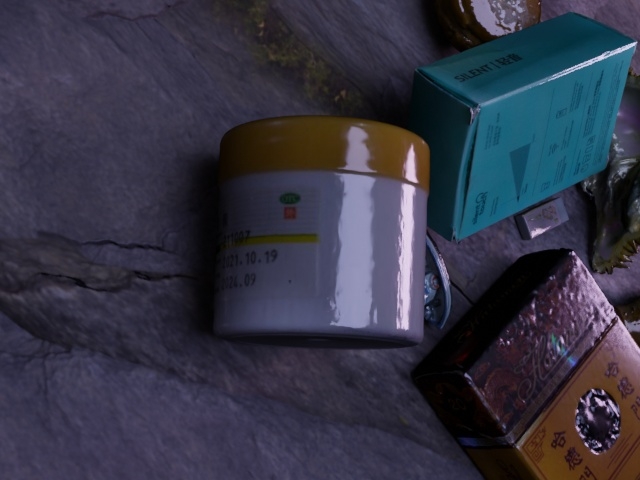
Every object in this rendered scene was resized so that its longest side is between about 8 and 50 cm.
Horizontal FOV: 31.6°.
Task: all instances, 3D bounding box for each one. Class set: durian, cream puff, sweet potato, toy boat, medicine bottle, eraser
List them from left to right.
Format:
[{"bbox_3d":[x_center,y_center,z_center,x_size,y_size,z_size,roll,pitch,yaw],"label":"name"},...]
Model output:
[{"bbox_3d":[0.000,0.000,1.256,0.237,0.238,0.232,9,78,-30],"label":"medicine bottle"},{"bbox_3d":[0.127,0.048,1.431,0.066,0.059,0.140,-28,99,-45],"label":"toy boat"},{"bbox_3d":[0.222,-0.318,1.520,0.150,0.115,0.165,19,81,-22],"label":"cream puff"},{"bbox_3d":[0.311,-0.031,1.583,0.083,0.019,0.038,-24,94,-33],"label":"eraser"},{"bbox_3d":[0.457,-0.101,1.616,0.166,0.172,0.306,6,86,-6],"label":"durian"},{"bbox_3d":[0.525,0.115,1.666,0.285,0.085,0.112,5,113,-42],"label":"sweet potato"}]

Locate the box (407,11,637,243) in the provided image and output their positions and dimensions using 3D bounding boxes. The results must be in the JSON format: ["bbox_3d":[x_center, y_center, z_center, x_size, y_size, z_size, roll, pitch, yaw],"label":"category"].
[{"bbox_3d":[0.252,-0.153,1.456,0.311,0.118,0.205,-25,134,-32],"label":"box"}]

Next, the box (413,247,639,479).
[{"bbox_3d":[0.333,0.245,1.495,0.264,0.115,0.415,-42,105,-29],"label":"box"}]
